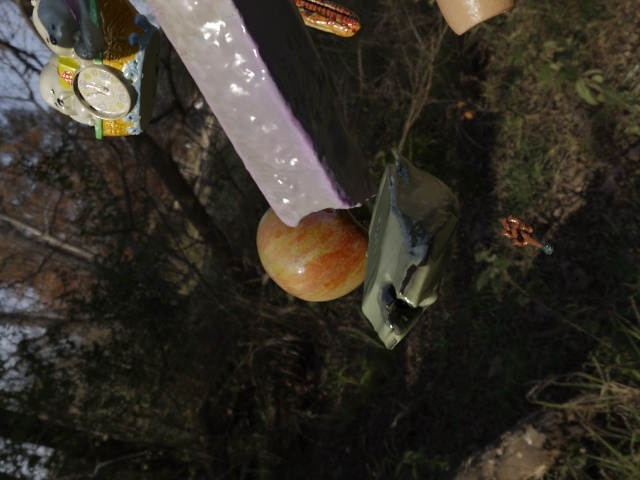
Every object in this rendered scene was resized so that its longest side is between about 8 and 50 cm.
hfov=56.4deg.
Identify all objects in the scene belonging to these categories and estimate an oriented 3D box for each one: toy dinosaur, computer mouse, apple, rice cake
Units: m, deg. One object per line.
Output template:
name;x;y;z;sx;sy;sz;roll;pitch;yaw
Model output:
toy dinosaur;0.381;-0.011;1.112;0.049;0.055;0.154;-66;24;16
computer mouse;0.163;0.008;1.038;0.429;0.145;0.228;-78;4;-58
apple;0.000;0.000;1.292;0.234;0.256;0.257;-36;32;31
rice cake;-0.070;-0.156;0.324;0.064;0.399;0.070;-7;41;30

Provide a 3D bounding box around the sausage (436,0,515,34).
sausage;0.212;-0.435;0.888;0.123;0.253;0.123;-22;30;13

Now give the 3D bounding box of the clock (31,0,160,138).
clock;-0.274;-0.218;0.722;0.103;0.144;0.231;-80;9;-47

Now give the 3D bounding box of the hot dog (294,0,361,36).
hot dog;0.008;-0.405;1.068;0.062;0.144;0.038;-61;-12;-22
